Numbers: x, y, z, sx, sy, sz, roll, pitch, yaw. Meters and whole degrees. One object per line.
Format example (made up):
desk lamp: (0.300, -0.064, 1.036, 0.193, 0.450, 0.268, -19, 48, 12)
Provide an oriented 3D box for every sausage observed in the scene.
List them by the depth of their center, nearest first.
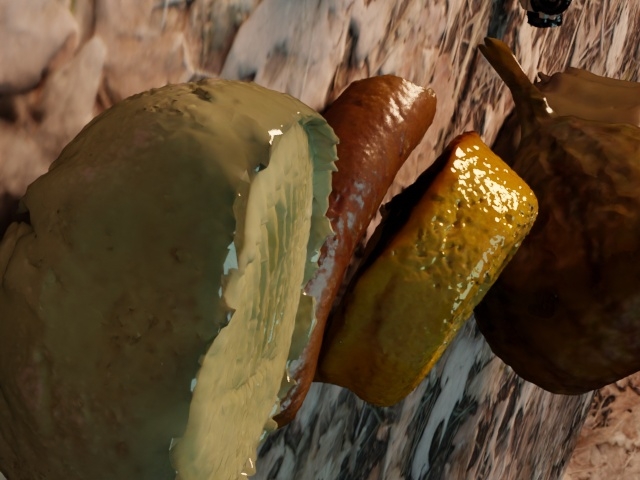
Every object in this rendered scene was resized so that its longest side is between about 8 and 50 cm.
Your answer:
sausage: (-0.002, -0.002, 1.040, 0.302, 0.076, 0.103, -63, 147, -19)

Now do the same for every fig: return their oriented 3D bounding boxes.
fig: (0.238, -0.038, 1.350, 0.286, 0.368, 0.286, -32, 168, -7)

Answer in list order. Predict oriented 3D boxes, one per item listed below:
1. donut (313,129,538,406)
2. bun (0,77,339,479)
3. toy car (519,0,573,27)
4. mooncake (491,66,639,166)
donut: (0.081, 0.028, 1.185, 0.253, 0.118, 0.253, -50, 172, -10)
bun: (-0.091, 0.034, 0.744, 0.259, 0.152, 0.259, 13, 90, -81)
toy car: (0.235, -0.297, 1.410, 0.080, 0.070, 0.170, -44, 144, -52)
mooncake: (0.304, -0.041, 1.642, 0.324, 0.187, 0.324, -48, 147, -47)
